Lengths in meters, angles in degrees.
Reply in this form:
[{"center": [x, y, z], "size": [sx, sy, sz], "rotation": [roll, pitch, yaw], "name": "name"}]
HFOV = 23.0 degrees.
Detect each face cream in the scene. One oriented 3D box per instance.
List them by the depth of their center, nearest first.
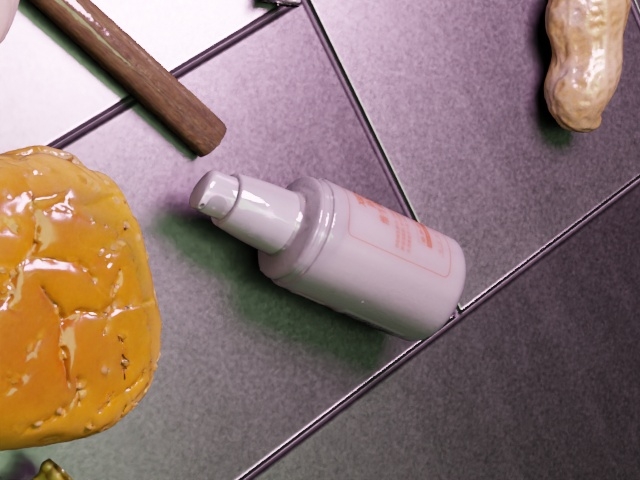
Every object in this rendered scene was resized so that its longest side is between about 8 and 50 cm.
[{"center": [0.000, 0.000, 1.331], "size": [0.252, 0.101, 0.101], "rotation": [25, 80, -29], "name": "face cream"}]

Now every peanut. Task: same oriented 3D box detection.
[{"center": [0.248, -0.189, 1.485], "size": [0.080, 0.080, 0.174], "rotation": [5, 92, -31], "name": "peanut"}]

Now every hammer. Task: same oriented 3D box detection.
[{"center": [-0.210, -0.190, 1.236], "size": [0.365, 0.043, 0.111], "rotation": [42, 71, -26], "name": "hammer"}]

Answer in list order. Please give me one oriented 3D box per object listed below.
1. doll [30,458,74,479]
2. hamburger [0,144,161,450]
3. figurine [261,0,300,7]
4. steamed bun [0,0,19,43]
[{"center": [-0.266, 0.252, 1.198], "size": [0.207, 0.081, 0.129], "rotation": [-41, 92, -20], "name": "doll"}, {"center": [-0.227, 0.044, 1.163], "size": [0.244, 0.163, 0.244], "rotation": [0, 90, -31], "name": "hamburger"}, {"center": [-0.025, -0.252, 1.338], "size": [0.060, 0.047, 0.106], "rotation": [6, 93, -14], "name": "figurine"}, {"center": [-0.326, -0.170, 1.103], "size": [0.228, 0.130, 0.177], "rotation": [-31, 134, -5], "name": "steamed bun"}]
